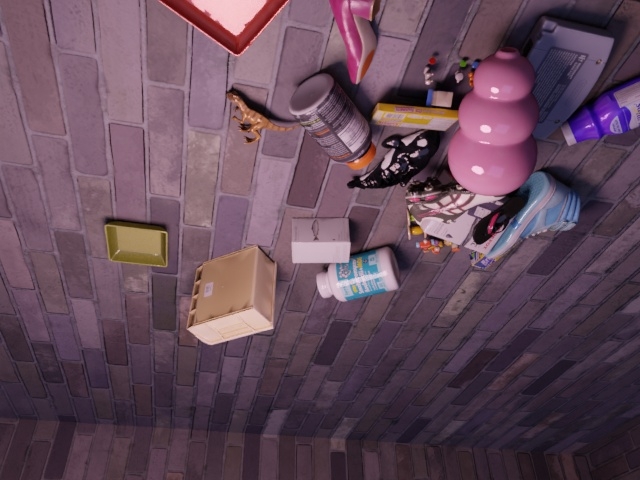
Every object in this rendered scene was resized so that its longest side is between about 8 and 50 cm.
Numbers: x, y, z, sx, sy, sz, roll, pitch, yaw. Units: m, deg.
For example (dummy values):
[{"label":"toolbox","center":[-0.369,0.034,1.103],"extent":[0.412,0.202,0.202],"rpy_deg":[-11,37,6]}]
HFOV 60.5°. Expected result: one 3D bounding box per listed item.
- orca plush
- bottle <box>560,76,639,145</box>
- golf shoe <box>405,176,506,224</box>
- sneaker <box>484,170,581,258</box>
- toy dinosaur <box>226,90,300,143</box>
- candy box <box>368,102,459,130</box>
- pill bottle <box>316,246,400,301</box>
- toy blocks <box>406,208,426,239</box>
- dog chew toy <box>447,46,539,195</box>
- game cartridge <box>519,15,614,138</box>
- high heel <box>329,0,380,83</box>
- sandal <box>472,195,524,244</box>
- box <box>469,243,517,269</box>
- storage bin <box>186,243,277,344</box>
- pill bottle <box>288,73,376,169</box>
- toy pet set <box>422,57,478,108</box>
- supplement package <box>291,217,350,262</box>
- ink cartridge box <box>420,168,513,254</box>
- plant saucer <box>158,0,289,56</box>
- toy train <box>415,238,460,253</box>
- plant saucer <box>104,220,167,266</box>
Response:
[{"label":"orca plush","center":[0.202,-0.191,1.489],"extent":[0.287,0.102,0.151],"rpy_deg":[-20,137,22]},{"label":"bottle","center":[0.741,-0.322,1.349],"extent":[0.283,0.092,0.118],"rpy_deg":[-23,140,25]},{"label":"golf shoe","center":[0.364,-0.109,1.454],"extent":[0.273,0.105,0.120],"rpy_deg":[-2,121,29]},{"label":"sneaker","center":[0.645,-0.044,1.644],"extent":[0.208,0.127,0.319],"rpy_deg":[16,130,-20]},{"label":"toy dinosaur","center":[-0.151,-0.295,1.384],"extent":[0.211,0.064,0.112],"rpy_deg":[24,133,-28]},{"label":"candy box","center":[0.232,-0.307,1.369],"extent":[0.206,0.027,0.105],"rpy_deg":[4,177,-7]},{"label":"pill bottle","center":[0.125,0.120,1.834],"extent":[0.264,0.146,0.146],"rpy_deg":[-16,139,17]},{"label":"toy blocks","center":[0.342,-0.057,1.695],"extent":[0.148,0.054,0.123],"rpy_deg":[-6,141,6]},{"label":"dog chew toy","center":[0.407,-0.272,1.264],"extent":[0.206,0.206,0.332],"rpy_deg":[-2,125,0]},{"label":"game cartridge","center":[0.544,-0.377,1.311],"extent":[0.198,0.062,0.297],"rpy_deg":[5,141,-14]},{"label":"high heel","center":[0.059,-0.454,1.207],"extent":[0.117,0.082,0.244],"rpy_deg":[28,158,13]},{"label":"sandal","center":[0.502,-0.054,1.544],"extent":[0.067,0.040,0.179],"rpy_deg":[37,108,-29]},{"label":"box","center":[0.568,0.026,1.804],"extent":[0.059,0.054,0.169],"rpy_deg":[18,138,-22]},{"label":"storage bin","center":[-0.290,0.180,1.805],"extent":[0.260,0.262,0.123],"rpy_deg":[-18,137,20]},{"label":"pill bottle","center":[0.042,-0.280,1.354],"extent":[0.130,0.130,0.245],"rpy_deg":[-23,136,25]},{"label":"toy pet set","center":[0.301,-0.376,1.319],"extent":[0.122,0.065,0.114],"rpy_deg":[3,106,-10]},{"label":"supplement package","center":[0.000,0.000,1.717],"extent":[0.179,0.105,0.105],"rpy_deg":[-1,141,-2]},{"label":"ink cartridge box","center":[0.425,-0.080,1.599],"extent":[0.237,0.100,0.172],"rpy_deg":[18,118,-22]},{"label":"plant saucer","center":[-0.193,-0.537,1.099],"extent":[0.259,0.048,0.258],"rpy_deg":[29,132,-32]},{"label":"toy train","center":[0.389,0.016,1.753],"extent":[0.166,0.046,0.125],"rpy_deg":[-10,172,7]},{"label":"plant saucer","center":[-0.582,0.004,1.753],"extent":[0.188,0.045,0.188],"rpy_deg":[7,140,-11]}]
